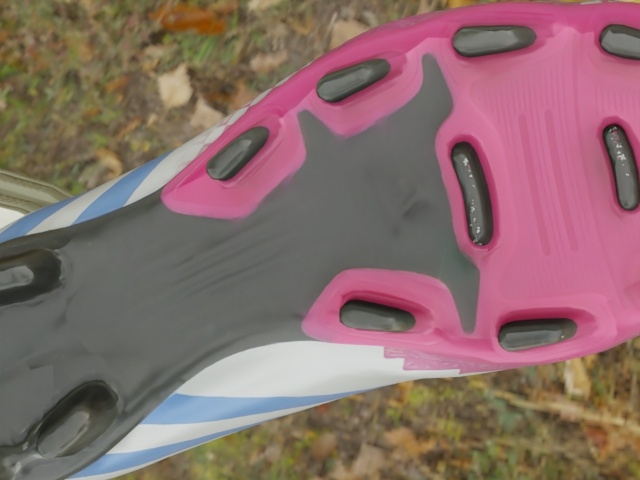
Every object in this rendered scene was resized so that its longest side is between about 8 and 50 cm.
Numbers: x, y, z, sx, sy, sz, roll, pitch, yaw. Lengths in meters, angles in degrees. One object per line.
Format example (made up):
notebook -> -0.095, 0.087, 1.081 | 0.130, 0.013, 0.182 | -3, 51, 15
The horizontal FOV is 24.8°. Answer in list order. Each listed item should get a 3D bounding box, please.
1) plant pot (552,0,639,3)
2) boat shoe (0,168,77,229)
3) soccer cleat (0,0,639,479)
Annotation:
plant pot -> 0.206, -0.036, 0.553 | 0.239, 0.254, 0.254 | 40, 132, -6
boat shoe -> -0.092, 0.029, 0.663 | 0.233, 0.084, 0.079 | 16, 103, 9
soccer cleat -> 0.000, 0.000, 0.507 | 0.331, 0.143, 0.116 | -18, 91, 19
